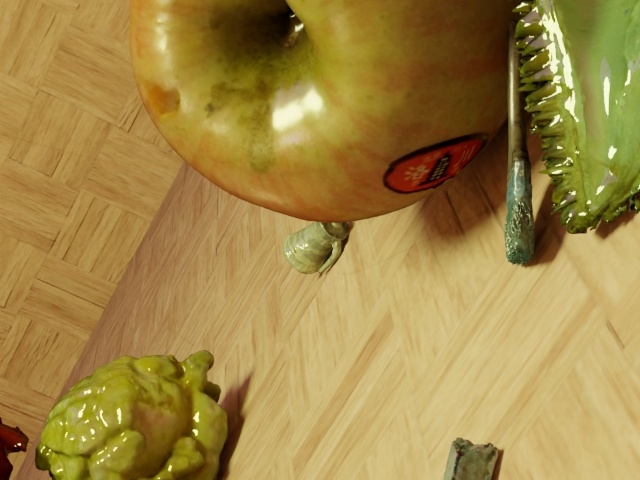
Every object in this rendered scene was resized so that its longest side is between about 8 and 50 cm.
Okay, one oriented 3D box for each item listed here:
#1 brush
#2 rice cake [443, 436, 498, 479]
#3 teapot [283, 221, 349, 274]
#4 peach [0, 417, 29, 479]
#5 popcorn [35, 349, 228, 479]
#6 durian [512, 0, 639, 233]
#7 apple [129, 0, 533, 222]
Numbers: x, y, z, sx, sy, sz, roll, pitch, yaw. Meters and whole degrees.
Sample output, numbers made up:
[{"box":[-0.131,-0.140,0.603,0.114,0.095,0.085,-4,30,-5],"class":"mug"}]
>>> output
[{"box":[0.153,-0.080,0.937,0.070,0.021,0.196,68,-159,-79],"class":"brush"},{"box":[0.085,0.224,0.800,0.033,0.033,0.207,120,169,-56],"class":"rice cake"},{"box":[0.000,0.000,1.434,0.083,0.057,0.067,-47,60,39],"class":"teapot"},{"box":[-0.488,0.385,1.494,0.416,0.353,0.339,52,-152,-63],"class":"peach"},{"box":[-0.223,0.257,1.490,0.259,0.259,0.212,-54,43,35],"class":"popcorn"},{"box":[0.242,-0.186,0.876,0.198,0.163,0.394,11,77,35],"class":"durian"},{"box":[0.026,-0.224,1.098,0.391,0.391,0.346,-53,-7,36],"class":"apple"}]
